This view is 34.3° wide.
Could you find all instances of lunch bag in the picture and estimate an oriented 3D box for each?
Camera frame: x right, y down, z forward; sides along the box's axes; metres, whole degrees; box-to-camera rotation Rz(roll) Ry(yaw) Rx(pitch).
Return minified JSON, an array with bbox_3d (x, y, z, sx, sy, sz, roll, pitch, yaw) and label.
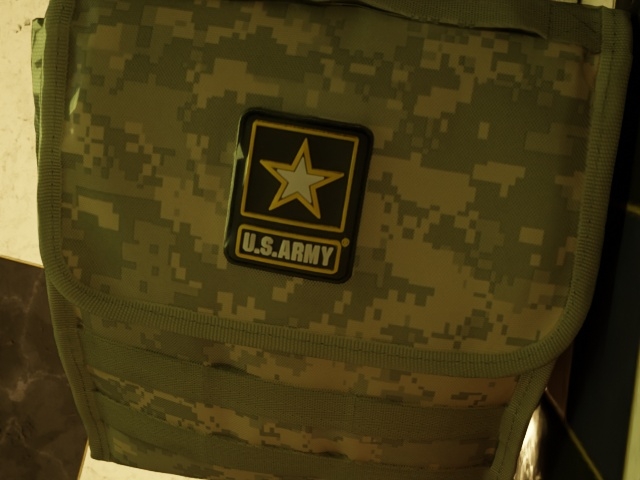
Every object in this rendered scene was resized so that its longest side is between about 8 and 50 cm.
[{"bbox_3d":[0.000,0.000,0.494,0.287,0.235,0.169,92,-171,-48],"label":"lunch bag"}]

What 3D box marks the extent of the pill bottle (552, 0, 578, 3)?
[{"bbox_3d":[0.049,-0.148,0.557,0.094,0.169,0.094,5,-90,-88],"label":"pill bottle"}]
